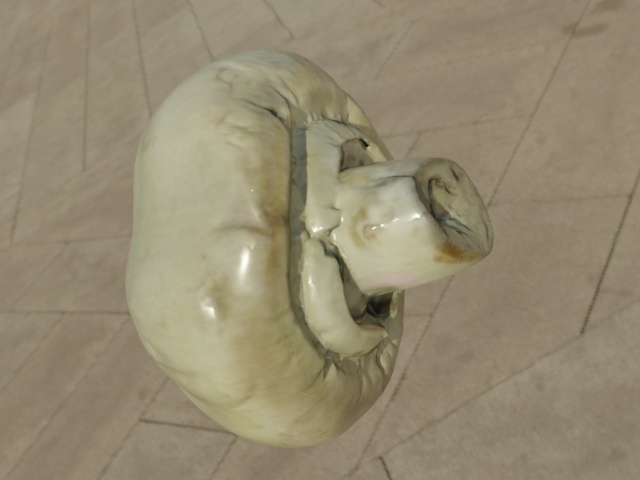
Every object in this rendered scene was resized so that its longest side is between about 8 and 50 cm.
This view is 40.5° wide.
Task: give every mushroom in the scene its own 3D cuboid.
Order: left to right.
[{"bbox_3d":[0.000,0.000,0.579,0.235,0.260,0.254,-6,27,28],"label":"mushroom"}]
